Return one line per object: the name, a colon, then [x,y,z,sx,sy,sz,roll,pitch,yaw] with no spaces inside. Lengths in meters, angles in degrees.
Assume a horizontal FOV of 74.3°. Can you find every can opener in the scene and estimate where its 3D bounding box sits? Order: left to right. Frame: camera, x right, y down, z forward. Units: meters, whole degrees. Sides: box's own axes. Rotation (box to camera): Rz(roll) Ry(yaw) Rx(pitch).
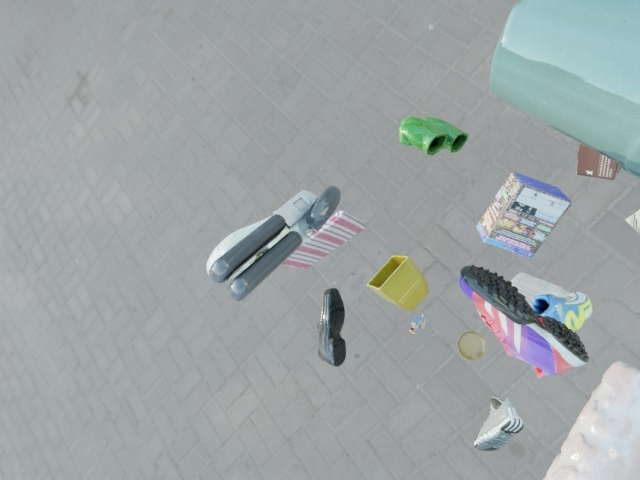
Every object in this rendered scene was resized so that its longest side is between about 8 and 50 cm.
can opener: [-0.056,-0.018,0.680,0.076,0.283,0.095,45,131,0]

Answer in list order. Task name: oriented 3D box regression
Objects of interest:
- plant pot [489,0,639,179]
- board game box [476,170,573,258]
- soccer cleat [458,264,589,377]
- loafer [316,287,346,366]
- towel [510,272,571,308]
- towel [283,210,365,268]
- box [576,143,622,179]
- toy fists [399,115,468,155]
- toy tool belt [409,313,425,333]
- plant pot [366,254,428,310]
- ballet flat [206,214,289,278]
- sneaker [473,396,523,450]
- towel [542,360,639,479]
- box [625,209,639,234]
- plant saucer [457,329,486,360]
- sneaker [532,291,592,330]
plant pot: [0.483,-0.286,0.659,0.334,0.341,0.341,37,99,28]
board game box: [0.848,-0.106,1.782,0.231,0.141,0.291,19,121,-7]
soccer cleat: [0.379,0.170,0.838,0.318,0.109,0.116,34,123,-12]
loafer: [0.015,0.186,0.917,0.061,0.062,0.170,2,92,39]
towel: [0.853,0.232,1.671,0.187,0.049,0.282,-32,33,-20]
towel: [0.000,0.000,0.968,0.197,0.144,0.029,-35,69,16]
box: [1.133,-0.416,1.624,0.381,0.191,0.143,-40,41,-26]
toy fists: [0.357,-0.342,1.374,0.142,0.279,0.096,43,129,28]
toy tool belt: [0.374,0.319,1.636,0.052,0.083,0.051,27,130,41]
plant pot: [0.152,0.085,0.791,0.083,0.081,0.081,44,83,-8]
ballet flat: [-0.200,0.010,1.383,0.400,0.139,0.139,-32,66,-4]
sneaker: [0.583,0.599,1.407,0.132,0.086,0.229,-82,13,-49]
towel: [0.260,0.318,0.389,0.332,0.317,0.053,-56,30,-10]
box: [1.278,0.001,1.565,0.094,0.113,0.275,-47,31,30]
plant saucer: [0.423,0.293,1.187,0.083,0.015,0.084,0,87,-1]
sneaker: [0.646,0.176,1.134,0.126,0.240,0.091,56,138,0]
